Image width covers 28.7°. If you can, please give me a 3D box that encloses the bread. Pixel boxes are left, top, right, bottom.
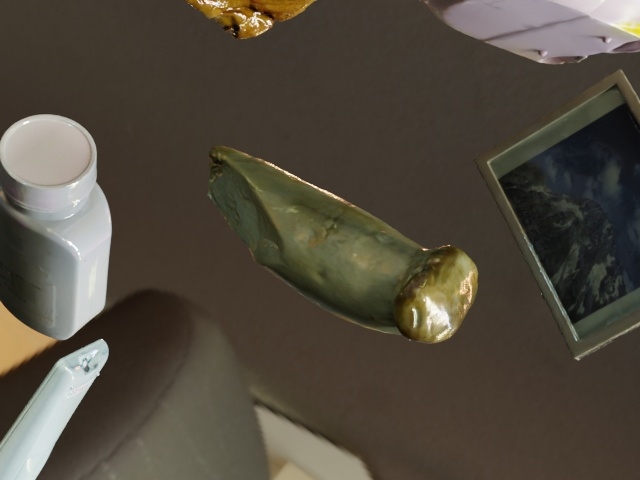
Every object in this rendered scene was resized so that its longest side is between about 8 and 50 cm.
[{"bbox_3d":[-0.083,-0.311,1.314,0.143,0.149,0.158,42,17,-54],"label":"bread"}]

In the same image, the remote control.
[{"bbox_3d":[-0.342,0.241,1.477,0.051,0.103,0.293,38,-69,10],"label":"remote control"}]

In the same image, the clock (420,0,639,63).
[{"bbox_3d":[0.239,-0.404,1.336,0.251,0.376,0.368,11,-6,-29],"label":"clock"}]

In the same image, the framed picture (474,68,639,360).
[{"bbox_3d":[0.316,-0.032,1.418,0.019,0.209,0.281,27,34,-58],"label":"framed picture"}]

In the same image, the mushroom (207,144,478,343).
[{"bbox_3d":[-0.002,0.002,1.160,0.333,0.107,0.087,28,-51,33],"label":"mushroom"}]

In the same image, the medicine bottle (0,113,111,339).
[{"bbox_3d":[-0.322,-0.015,1.471,0.161,0.111,0.296,37,-33,15],"label":"medicine bottle"}]
